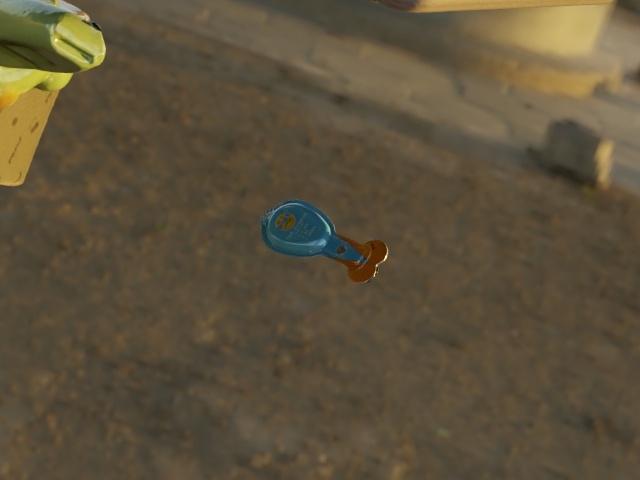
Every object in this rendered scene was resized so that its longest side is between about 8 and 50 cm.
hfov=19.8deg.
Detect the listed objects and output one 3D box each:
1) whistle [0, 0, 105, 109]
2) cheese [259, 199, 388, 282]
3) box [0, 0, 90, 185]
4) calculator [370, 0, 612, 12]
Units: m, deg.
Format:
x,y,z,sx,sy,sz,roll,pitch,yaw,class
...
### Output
x,y,z,sx,sy,sz,roll,pitch,yaw,class
-0.225,-0.122,1.128,0.141,0.141,0.294,10,17,-31,whistle
0.000,0.000,1.373,0.111,0.047,0.017,25,-18,30,cheese
-0.397,-0.180,1.680,0.225,0.190,0.297,28,12,20,box
0.055,-0.123,0.780,0.175,0.032,0.100,-9,27,-44,calculator
